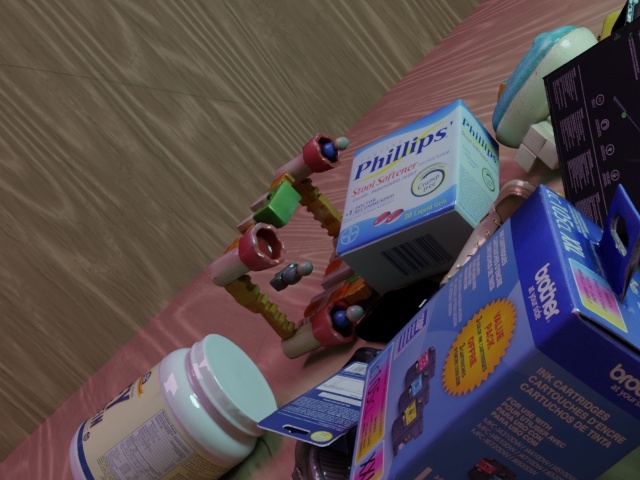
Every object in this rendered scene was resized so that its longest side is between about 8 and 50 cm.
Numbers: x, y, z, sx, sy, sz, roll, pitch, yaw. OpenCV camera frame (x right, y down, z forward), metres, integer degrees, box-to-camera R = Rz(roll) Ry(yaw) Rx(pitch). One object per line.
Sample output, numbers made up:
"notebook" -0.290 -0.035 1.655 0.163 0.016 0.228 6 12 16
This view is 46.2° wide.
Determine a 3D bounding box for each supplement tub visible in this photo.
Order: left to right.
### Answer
"supplement tub" -0.263 0.345 1.364 0.325 0.235 0.235 -39 15 10

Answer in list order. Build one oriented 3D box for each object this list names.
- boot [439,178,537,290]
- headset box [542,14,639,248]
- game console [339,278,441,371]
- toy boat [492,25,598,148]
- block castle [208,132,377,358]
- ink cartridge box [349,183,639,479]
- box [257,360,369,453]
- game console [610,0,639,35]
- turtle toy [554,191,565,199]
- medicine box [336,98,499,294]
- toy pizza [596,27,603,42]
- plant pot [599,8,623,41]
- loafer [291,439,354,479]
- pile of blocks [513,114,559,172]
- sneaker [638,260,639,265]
"boot" 0.255 0.013 1.129 0.165 0.077 0.213 -51 -10 -23
"headset box" 0.425 -0.139 0.888 0.131 0.246 0.283 0 -16 -26
"game console" 0.085 0.201 1.281 0.361 0.044 0.213 -46 14 -20
"toy boat" 0.442 -0.315 1.473 0.318 0.148 0.267 -25 -27 -48
"block castle" 0.000 0.000 1.564 0.213 0.303 0.453 -30 19 35
"ink cartridge box" 0.207 0.125 0.784 0.395 0.151 0.270 -50 11 26
"box" 0.032 0.239 1.069 0.136 0.036 0.225 4 18 43
"game console" 0.455 -0.278 1.053 0.107 0.071 0.122 91 -166 -66
"turtle toy" 0.370 -0.022 1.141 0.095 0.066 0.130 -68 17 -7
"medicine box" 0.190 -0.081 1.427 0.264 0.149 0.289 -24 40 34
"toy pizza" 0.718 -0.506 1.729 0.201 0.032 0.201 -38 15 12
"plant pot" 0.528 -0.227 1.097 0.187 0.212 0.212 -59 20 -19
"loafer" 0.012 0.325 1.054 0.251 0.094 0.087 -111 39 -76
"pile of blocks" 0.524 -0.237 1.354 0.362 0.112 0.149 -46 -32 14
"sneaker" 0.391 0.036 0.863 0.071 0.066 0.188 -24 -10 -29
